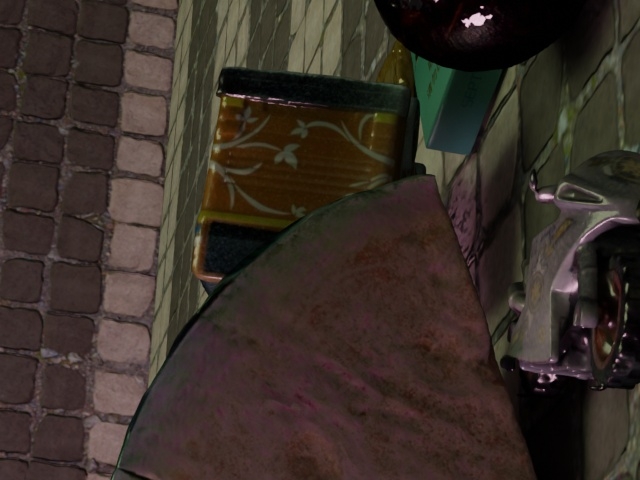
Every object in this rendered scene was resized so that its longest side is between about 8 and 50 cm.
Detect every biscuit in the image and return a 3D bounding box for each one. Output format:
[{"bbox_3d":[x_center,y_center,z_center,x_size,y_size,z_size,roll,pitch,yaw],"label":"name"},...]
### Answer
[{"bbox_3d":[0.061,-0.119,1.602,0.081,0.018,0.083,117,158,-56],"label":"biscuit"}]

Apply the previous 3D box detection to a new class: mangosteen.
[{"bbox_3d":[0.104,-0.178,1.187,0.152,0.152,0.152,-172,90,-78],"label":"mangosteen"}]

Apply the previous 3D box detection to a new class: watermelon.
[{"bbox_3d":[-0.005,0.174,1.134,0.222,0.292,0.319,101,145,-75],"label":"watermelon"}]

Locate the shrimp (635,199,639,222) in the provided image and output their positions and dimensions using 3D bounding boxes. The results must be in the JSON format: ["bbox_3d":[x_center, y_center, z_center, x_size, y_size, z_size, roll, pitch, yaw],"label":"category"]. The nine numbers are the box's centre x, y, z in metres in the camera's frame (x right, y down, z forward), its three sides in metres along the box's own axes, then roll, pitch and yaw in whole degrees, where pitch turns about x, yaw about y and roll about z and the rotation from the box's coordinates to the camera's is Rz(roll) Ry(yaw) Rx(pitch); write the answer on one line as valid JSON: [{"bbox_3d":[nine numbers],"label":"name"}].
[{"bbox_3d":[0.179,0.106,0.777,0.360,0.085,0.247,-100,15,-47],"label":"shrimp"}]

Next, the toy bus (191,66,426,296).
[{"bbox_3d":[0.000,0.000,1.344,0.275,0.138,0.167,72,-154,-72],"label":"toy bus"}]

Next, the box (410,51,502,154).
[{"bbox_3d":[0.102,-0.196,1.407,0.229,0.041,0.162,-95,18,-47],"label":"box"}]

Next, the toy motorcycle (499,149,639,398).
[{"bbox_3d":[0.135,0.021,1.015,0.215,0.080,0.122,141,137,-80],"label":"toy motorcycle"}]
